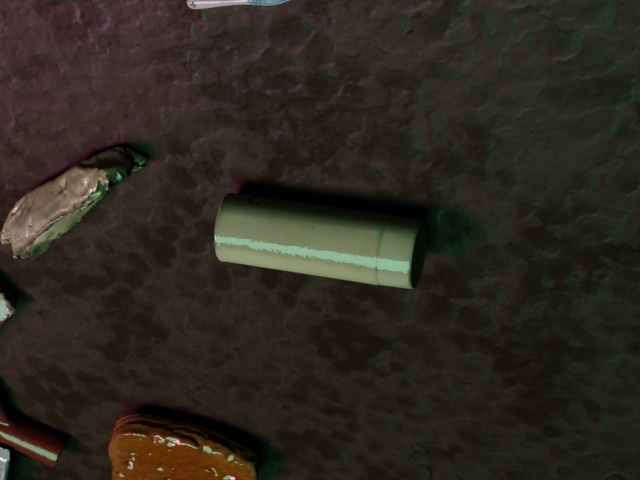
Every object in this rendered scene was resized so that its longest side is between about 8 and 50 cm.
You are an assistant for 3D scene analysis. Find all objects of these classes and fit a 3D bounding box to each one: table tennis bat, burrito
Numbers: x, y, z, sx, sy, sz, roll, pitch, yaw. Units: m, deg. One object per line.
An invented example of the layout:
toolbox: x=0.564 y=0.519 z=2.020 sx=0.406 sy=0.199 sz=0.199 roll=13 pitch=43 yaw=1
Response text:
table tennis bat: x=-0.470 y=0.205 z=1.924 sx=0.310 sy=0.038 sz=0.200 roll=27 pitch=138 yaw=-5
burrito: x=-0.269 y=-0.035 z=1.577 sx=0.058 sy=0.063 sz=0.229 roll=19 pitch=146 yaw=-41

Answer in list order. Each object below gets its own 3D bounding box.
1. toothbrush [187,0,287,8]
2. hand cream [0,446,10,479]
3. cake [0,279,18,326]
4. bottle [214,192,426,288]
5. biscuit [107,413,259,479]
toothbrush: x=-0.047 y=-0.216 z=1.334 sx=0.162 sy=0.017 sz=0.014 roll=1 pitch=129 yaw=27
hand cream: x=-0.456 y=0.360 z=2.046 sx=0.085 sy=0.058 sz=0.331 roll=20 pitch=144 yaw=7
cake: x=-0.484 y=0.110 z=1.789 sx=0.295 sy=0.113 sz=0.116 roll=-35 pitch=112 yaw=23
bottle: x=0.000 y=0.000 z=1.493 sx=0.201 sy=0.072 sz=0.072 roll=8 pitch=136 yaw=14
biscuit: x=-0.133 y=0.320 z=1.897 sx=0.262 sy=0.052 sz=0.277 roll=7 pitch=136 yaw=9
